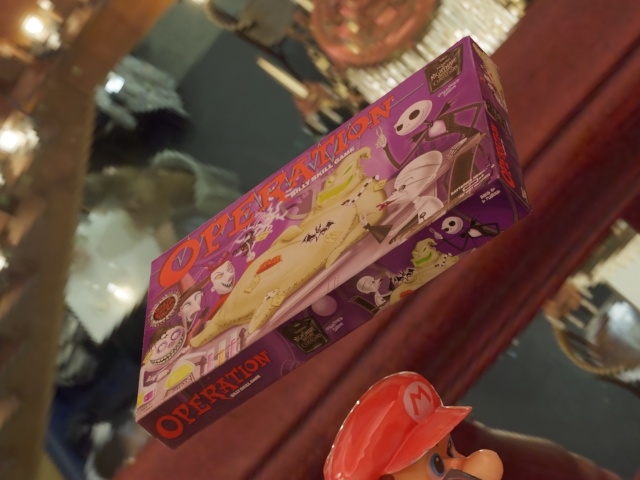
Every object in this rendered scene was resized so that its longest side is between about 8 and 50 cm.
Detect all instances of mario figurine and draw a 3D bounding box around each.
[{"bbox_3d":[0.122,0.253,1.253,0.170,0.198,0.320,-23,101,-6],"label":"mario figurine"}]

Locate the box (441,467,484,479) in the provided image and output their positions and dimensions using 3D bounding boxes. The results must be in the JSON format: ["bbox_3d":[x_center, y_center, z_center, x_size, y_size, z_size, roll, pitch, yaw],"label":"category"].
[{"bbox_3d":[0.086,0.350,0.906,0.183,0.296,0.294,20,54,34],"label":"box"}]

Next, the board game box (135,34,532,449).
[{"bbox_3d":[0.000,0.000,1.207,0.347,0.056,0.208,-35,26,21],"label":"board game box"}]
